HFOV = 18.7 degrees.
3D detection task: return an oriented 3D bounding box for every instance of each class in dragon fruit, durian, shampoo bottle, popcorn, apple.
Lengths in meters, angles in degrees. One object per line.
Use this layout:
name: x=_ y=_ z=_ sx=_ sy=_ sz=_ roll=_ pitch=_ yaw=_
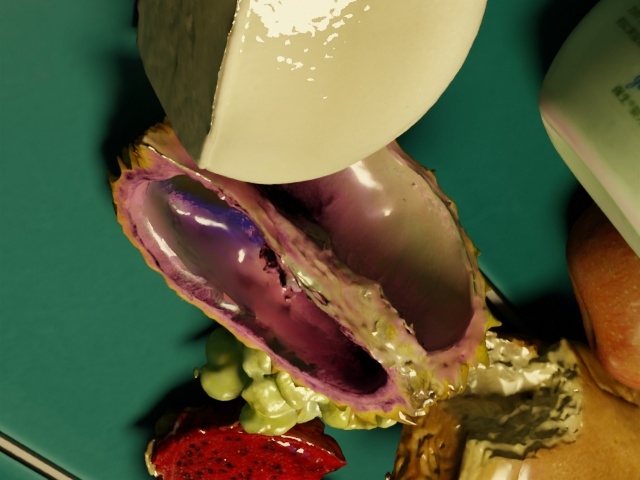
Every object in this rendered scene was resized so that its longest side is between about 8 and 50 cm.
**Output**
dragon fruit: x=-0.069 y=0.149 z=1.453 sx=0.162 sy=0.083 sz=0.106 roll=-27 pitch=130 yaw=32
durian: x=-0.001 y=-0.003 z=1.248 sx=0.186 sy=0.154 sz=0.260 roll=-39 pitch=103 yaw=-23
shampoo bottle: x=0.327 y=-0.131 z=1.287 sx=0.349 sy=0.222 sz=0.151 roll=-38 pitch=163 yaw=3
popcorn: x=0.000 y=0.070 z=1.377 sx=0.141 sy=0.162 sz=0.135 roll=-29 pitch=118 yaw=-48
apple: x=0.277 y=0.032 z=1.472 sx=0.168 sy=0.181 sz=0.181 roll=-19 pitch=143 yaw=0

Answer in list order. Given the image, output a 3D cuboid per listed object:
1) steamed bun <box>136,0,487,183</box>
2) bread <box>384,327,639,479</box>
steamed bun: x=0.000 y=-0.156 z=1.076 sx=0.164 sy=0.146 sz=0.242 roll=-7 pitch=139 yaw=-22
bread: x=0.219 y=0.179 z=1.583 sx=0.344 sy=0.149 sz=0.195 roll=11 pitch=91 yaw=-44
